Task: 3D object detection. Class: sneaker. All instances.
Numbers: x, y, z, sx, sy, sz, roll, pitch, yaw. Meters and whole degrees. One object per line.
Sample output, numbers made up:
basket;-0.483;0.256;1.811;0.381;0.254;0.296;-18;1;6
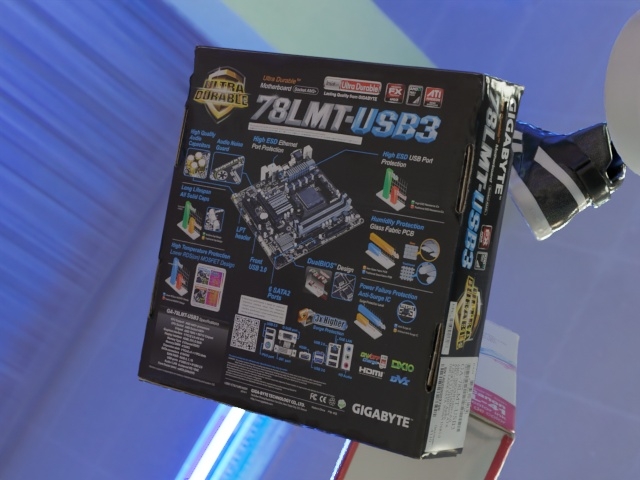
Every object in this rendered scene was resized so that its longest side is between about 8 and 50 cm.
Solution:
sneaker;0.235;-0.083;1.377;0.121;0.079;0.217;-28;-152;8

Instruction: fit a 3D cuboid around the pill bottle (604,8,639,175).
pill bottle;0.345;-0.100;0.941;0.283;0.161;0.161;9;-113;50

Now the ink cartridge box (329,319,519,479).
ink cartridge box;0.087;0.198;1.308;0.306;0.131;0.226;-49;161;-74

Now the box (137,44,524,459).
box;0.000;0.000;1.135;0.295;0.073;0.293;10;-90;35
